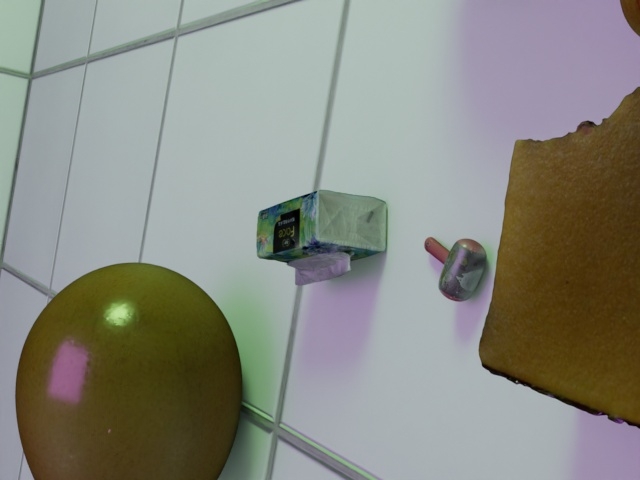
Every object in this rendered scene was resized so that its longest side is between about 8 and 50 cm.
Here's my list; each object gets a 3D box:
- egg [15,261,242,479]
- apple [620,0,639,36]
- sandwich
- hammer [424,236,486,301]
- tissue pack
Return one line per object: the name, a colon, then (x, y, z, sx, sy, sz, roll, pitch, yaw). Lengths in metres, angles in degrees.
egg: (-0.214, 0.185, 0.943, 0.250, 0.250, 0.322, 11, 102, 58)
apple: (0.226, -0.158, 0.503, 0.084, 0.084, 0.071, -3, 106, 57)
sandwich: (0.205, 0.013, 0.460, 0.220, 0.108, 0.186, 15, 96, 59)
hammer: (0.107, 0.015, 0.694, 0.052, 0.031, 0.083, -69, 24, 14)
tissue pack: (-0.001, 0.001, 0.808, 0.111, 0.085, 0.079, -15, 71, 54)
